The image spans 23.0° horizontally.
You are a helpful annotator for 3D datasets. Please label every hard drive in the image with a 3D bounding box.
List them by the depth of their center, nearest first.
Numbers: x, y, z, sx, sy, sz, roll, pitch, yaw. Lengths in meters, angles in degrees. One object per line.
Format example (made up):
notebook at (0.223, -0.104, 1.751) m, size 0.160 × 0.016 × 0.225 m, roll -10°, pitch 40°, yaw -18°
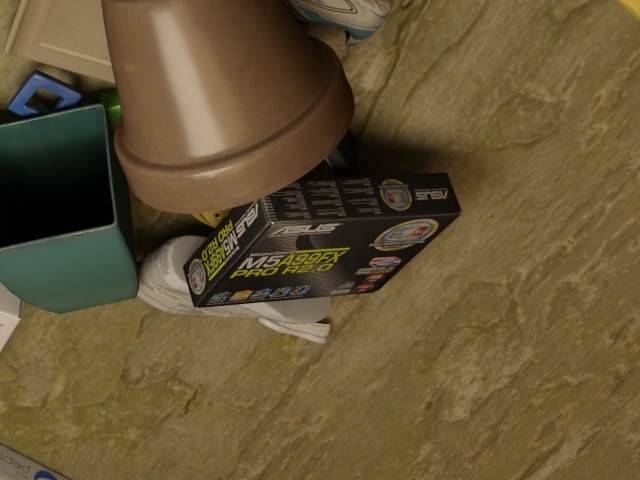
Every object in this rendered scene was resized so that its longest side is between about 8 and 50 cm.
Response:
hard drive at (0.005, -0.135, 1.830) m, size 0.022 × 0.094 × 0.135 m, roll -24°, pitch 128°, yaw 16°

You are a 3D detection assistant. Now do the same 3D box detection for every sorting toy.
sorting toy at (-0.234, -0.261, 1.740) m, size 0.196 × 0.047 × 0.348 m, roll 12°, pitch 132°, yaw -22°

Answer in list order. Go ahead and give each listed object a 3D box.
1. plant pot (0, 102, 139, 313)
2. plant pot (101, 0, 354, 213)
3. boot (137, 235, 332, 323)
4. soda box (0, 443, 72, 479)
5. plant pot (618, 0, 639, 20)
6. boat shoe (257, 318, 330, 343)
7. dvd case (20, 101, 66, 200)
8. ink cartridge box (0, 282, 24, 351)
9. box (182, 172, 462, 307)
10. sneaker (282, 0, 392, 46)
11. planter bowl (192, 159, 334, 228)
plant pot at (-0.297, -0.015, 1.856) m, size 0.165 × 0.166 × 0.234 m, roll -12°, pitch 150°, yaw 3°
plant pot at (-0.123, -0.195, 1.645) m, size 0.263 × 0.263 × 0.229 m, roll -16°, pitch 126°, yaw 10°
boot at (-0.118, 0.056, 2.008) m, size 0.258 × 0.095 × 0.123 m, roll 19°, pitch 156°, yaw -33°
soda box at (-0.438, 0.354, 2.245) m, size 0.216 × 0.069 × 0.074 m, roll 33°, pitch 122°, yaw -29°
plant pot at (0.367, -0.345, 1.588) m, size 0.254 × 0.254 × 0.239 m, roll 35°, pitch 107°, yaw -29°
boat shoe at (-0.033, 0.106, 2.083) m, size 0.100 × 0.035 × 0.035 m, roll 18°, pitch 100°, yaw -13°
dvd case at (-0.340, -0.106, 1.888) m, size 0.087 × 0.013 × 0.119 m, roll 33°, pitch 121°, yaw -28°
ink cartridge box at (-0.500, 0.113, 2.010) m, size 0.172 × 0.100 × 0.237 m, roll 21°, pitch 127°, yaw -21°
box at (0.000, 0.000, 1.868) m, size 0.270 × 0.060 × 0.216 m, roll -4°, pitch 155°, yaw -33°
sneaker at (-0.033, -0.285, 1.705) m, size 0.237 × 0.085 × 0.086 m, roll 28°, pitch 119°, yaw -23°
planter bowl at (-0.086, -0.069, 1.886) m, size 0.217 × 0.090 × 0.217 m, roll -1°, pitch 131°, yaw -2°
